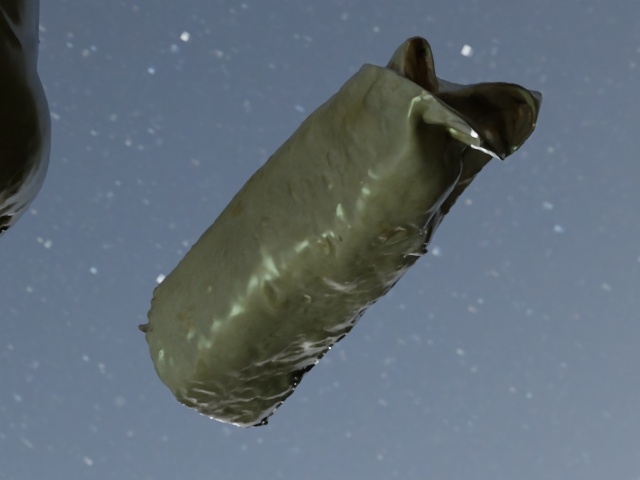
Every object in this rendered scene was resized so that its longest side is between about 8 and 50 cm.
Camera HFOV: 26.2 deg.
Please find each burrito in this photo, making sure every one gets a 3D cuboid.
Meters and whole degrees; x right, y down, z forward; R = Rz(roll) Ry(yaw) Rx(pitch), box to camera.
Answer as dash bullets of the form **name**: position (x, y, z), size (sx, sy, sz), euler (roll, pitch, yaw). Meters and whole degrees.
- **burrito**: position (0.000, 0.000, 0.554), size (0.087, 0.060, 0.226), euler (17, -44, -29)

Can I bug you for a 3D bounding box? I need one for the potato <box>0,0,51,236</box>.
- **potato**: position (-0.246, -0.136, 0.714), size (0.218, 0.202, 0.351), euler (-18, -65, -43)
